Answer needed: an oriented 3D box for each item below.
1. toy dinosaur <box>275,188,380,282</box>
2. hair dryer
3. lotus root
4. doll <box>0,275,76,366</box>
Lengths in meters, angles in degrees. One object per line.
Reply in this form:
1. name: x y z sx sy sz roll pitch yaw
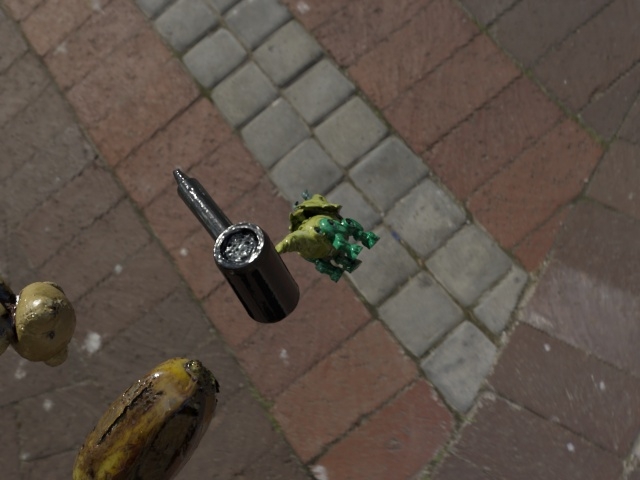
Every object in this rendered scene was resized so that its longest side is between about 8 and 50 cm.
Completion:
1. toy dinosaur: 0.000 0.000 1.462 0.153 0.259 0.094 36 115 2
2. hair dryer: -0.126 -0.019 1.106 0.070 0.128 0.255 -37 56 -8
3. lotus root: -0.331 0.386 1.730 0.179 0.196 0.397 45 103 22
4. doll: -0.192 0.047 0.536 0.093 0.051 0.061 4 71 -9
